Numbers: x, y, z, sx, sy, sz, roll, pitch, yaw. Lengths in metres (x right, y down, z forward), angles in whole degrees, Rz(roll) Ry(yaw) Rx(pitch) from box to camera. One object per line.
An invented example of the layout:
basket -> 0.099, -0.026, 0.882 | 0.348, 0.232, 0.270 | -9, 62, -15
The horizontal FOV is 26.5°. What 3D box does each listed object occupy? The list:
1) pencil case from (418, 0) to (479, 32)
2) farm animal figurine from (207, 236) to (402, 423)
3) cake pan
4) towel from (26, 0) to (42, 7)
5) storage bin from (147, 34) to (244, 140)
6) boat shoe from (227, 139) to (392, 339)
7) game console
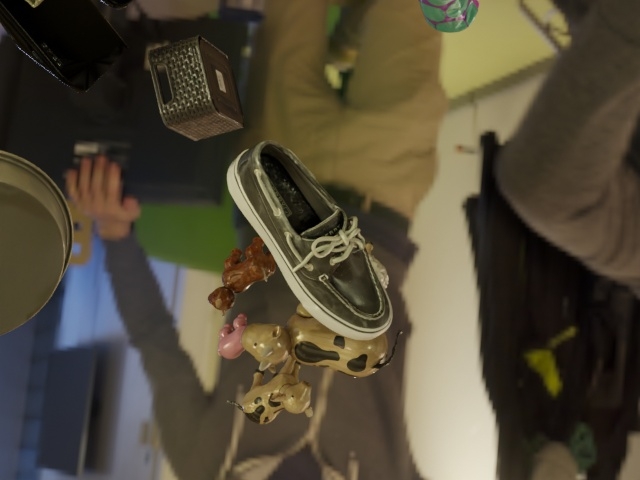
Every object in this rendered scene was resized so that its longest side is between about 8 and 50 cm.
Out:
pencil case -> 0.142, -0.304, 1.583 | 0.070, 0.064, 0.151 | -14, 157, 11
farm animal figurine -> -0.036, 0.170, 2.179 | 0.327, 0.172, 0.330 | -2, 127, 14
cake pan -> -0.470, 0.017, 1.813 | 0.293, 0.293, 0.054 | 10, -156, -29
towel -> -0.396, -0.520, 1.813 | 0.056, 0.324, 0.312 | -6, 130, 44
storage bin -> -0.187, -0.230, 2.077 | 0.084, 0.122, 0.180 | -15, 173, 10
boat shoe -> 0.003, -0.003, 1.794 | 0.113, 0.306, 0.105 | -35, -177, -31
game console -> -0.325, -0.383, 1.952 | 0.044, 0.361, 0.213 | -17, 120, 44
